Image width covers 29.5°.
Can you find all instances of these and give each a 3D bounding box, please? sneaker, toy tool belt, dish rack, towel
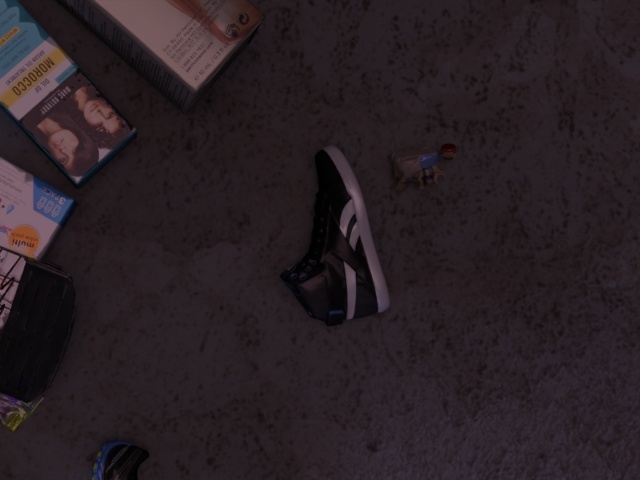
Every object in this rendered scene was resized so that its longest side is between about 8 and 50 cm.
[{"bbox_3d":[-0.235,0.334,1.446,0.078,0.067,0.188,4,84,-3],"label":"sneaker"},{"bbox_3d":[0.132,-0.091,1.539,0.083,0.052,0.051,-11,121,-6],"label":"toy tool belt"},{"bbox_3d":[-0.420,0.082,1.381,0.271,0.074,0.208,22,114,-3],"label":"dish rack"},{"bbox_3d":[0.000,0.000,1.492,0.121,0.079,0.217,-18,92,-11],"label":"sneaker"},{"bbox_3d":[-0.380,0.183,1.458,0.083,0.009,0.060,42,81,-5],"label":"towel"}]

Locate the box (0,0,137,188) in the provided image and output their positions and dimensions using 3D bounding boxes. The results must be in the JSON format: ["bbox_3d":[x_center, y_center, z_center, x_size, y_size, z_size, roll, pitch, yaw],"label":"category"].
[{"bbox_3d":[-0.338,-0.185,1.456,0.100,0.060,0.244,-44,94,-8],"label":"box"}]

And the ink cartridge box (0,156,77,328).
[{"bbox_3d":[-0.379,0.006,1.440,0.104,0.061,0.181,30,84,-6],"label":"ink cartridge box"}]

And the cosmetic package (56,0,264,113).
[{"bbox_3d":[-0.223,-0.302,1.436,0.296,0.153,0.129,41,80,-7],"label":"cosmetic package"}]
